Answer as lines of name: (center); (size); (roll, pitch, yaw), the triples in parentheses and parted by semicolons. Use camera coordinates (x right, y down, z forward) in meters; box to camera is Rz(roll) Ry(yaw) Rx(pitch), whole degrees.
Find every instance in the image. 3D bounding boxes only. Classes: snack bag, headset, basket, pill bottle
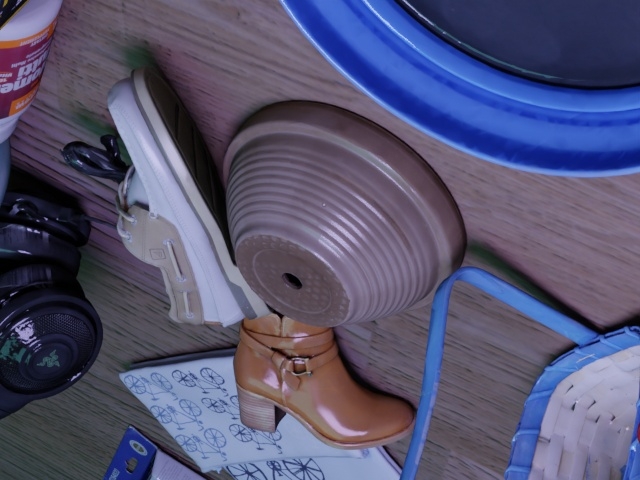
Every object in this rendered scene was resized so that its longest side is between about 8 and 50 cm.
snack bag: (-0.044, 0.254, 1.696); (0.323, 0.037, 0.342); (-13, 124, 48)
headset: (-0.320, 0.032, 1.493); (0.394, 0.243, 0.185); (-31, 141, 24)
basket: (0.206, 0.177, 1.199); (0.289, 0.254, 0.201); (21, 150, -13)
pill bottle: (-0.311, -0.179, 1.313); (0.121, 0.121, 0.221); (35, 147, 0)

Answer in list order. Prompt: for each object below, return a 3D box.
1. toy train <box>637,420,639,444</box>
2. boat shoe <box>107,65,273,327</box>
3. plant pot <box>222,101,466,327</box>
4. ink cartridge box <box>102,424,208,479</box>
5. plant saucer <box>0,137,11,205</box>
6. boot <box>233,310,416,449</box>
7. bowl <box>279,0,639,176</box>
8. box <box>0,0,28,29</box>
toy train: (0.285, 0.116, 1.040); (0.105, 0.248, 0.143); (25, 132, 35)
boat shoe: (-0.141, -0.024, 1.341); (0.103, 0.113, 0.302); (-17, 129, 9)
plant pot: (0.000, 0.000, 1.277); (0.237, 0.109, 0.237); (24, 146, 17)
ink cartridge box: (-0.202, 0.370, 1.967); (0.224, 0.045, 0.223); (34, 147, 2)
plant saucer: (-0.361, -0.056, 1.479); (0.037, 0.195, 0.195); (20, 156, -32)
boot: (0.006, 0.132, 1.476); (0.197, 0.073, 0.152); (4, 117, 4)
bowl: (0.127, -0.210, 0.934); (0.391, 0.077, 0.391); (23, 145, 17)
box: (-0.388, -0.272, 1.144); (0.322, 0.257, 0.079); (36, 146, -3)
